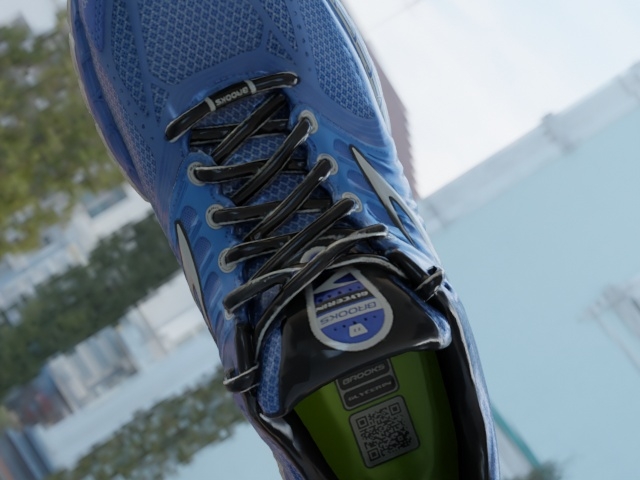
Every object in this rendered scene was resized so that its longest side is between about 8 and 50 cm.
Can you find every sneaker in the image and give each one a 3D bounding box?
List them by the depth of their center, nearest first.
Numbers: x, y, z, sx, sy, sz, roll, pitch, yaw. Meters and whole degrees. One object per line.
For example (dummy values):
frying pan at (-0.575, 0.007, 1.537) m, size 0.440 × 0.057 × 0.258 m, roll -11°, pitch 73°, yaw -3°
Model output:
sneaker at (0.000, 0.000, 0.678) m, size 0.330 × 0.130 × 0.147 m, roll 63°, pitch -6°, yaw -11°
